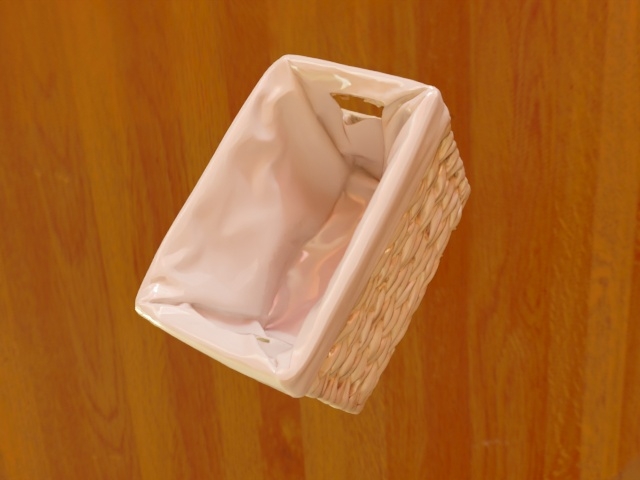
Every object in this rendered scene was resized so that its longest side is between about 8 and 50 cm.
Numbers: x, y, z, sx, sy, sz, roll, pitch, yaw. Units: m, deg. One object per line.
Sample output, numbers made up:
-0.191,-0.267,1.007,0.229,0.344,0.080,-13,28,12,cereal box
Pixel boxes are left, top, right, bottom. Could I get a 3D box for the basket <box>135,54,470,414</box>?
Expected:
0.000,0.000,0.427,0.167,0.113,0.103,-62,146,-11,basket
